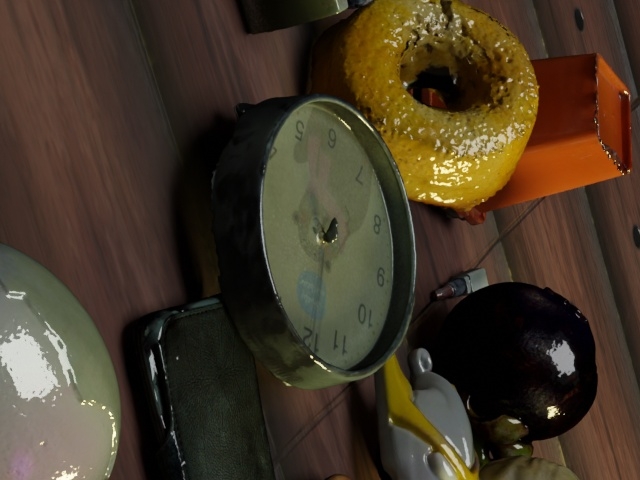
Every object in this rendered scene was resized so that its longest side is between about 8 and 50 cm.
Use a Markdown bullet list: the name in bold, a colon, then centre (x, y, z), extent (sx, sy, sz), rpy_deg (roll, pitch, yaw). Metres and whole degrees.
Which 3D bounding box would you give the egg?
- **egg**: centre (-0.224, 0.112, 1.345), extent (0.217, 0.183, 0.183), rpy_deg (52, 37, -28)

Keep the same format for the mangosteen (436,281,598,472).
- **mangosteen**: centre (0.204, 0.158, 2.178), extent (0.230, 0.194, 0.194), rpy_deg (-58, 144, -1)

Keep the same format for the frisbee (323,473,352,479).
- **frisbee**: centre (0.026, 0.348, 1.880), extent (0.251, 0.021, 0.250), rpy_deg (-11, 90, -73)

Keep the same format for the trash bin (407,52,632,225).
- **trash bin**: centre (0.218, -0.128, 2.211), extent (0.184, 0.239, 0.161), rpy_deg (35, 51, -53)

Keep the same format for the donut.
- **donut**: centre (0.109, -0.150, 2.057), extent (0.118, 0.254, 0.253), rpy_deg (119, -17, -56)

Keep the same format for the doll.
- **doll**: centre (0.105, 0.254, 2.002), extent (0.146, 0.103, 0.316), rpy_deg (16, 62, -29)

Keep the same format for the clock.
- **clock**: centre (0.000, 0.000, 1.835), extent (0.281, 0.055, 0.280), rpy_deg (19, 67, -54)

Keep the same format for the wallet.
- **wallet**: centre (-0.087, 0.210, 1.725), extent (0.172, 0.045, 0.318), rpy_deg (-16, 95, -65)

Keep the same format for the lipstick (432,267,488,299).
- **lipstick**: centre (0.157, 0.054, 2.266), extent (0.107, 0.025, 0.025), rpy_deg (-20, 98, -56)

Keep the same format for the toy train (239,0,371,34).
- **toy train**: centre (-0.029, -0.360, 1.957), extent (0.202, 0.131, 0.299), rpy_deg (-37, 113, -52)

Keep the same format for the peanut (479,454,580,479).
- **peanut**: centre (0.231, 0.332, 2.149), extent (0.313, 0.152, 0.152), rpy_deg (68, 22, -65)

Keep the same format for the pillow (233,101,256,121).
- **pillow**: centre (-0.031, -0.028, 1.900), extent (0.141, 0.055, 0.208), rpy_deg (-1, 83, -60)
